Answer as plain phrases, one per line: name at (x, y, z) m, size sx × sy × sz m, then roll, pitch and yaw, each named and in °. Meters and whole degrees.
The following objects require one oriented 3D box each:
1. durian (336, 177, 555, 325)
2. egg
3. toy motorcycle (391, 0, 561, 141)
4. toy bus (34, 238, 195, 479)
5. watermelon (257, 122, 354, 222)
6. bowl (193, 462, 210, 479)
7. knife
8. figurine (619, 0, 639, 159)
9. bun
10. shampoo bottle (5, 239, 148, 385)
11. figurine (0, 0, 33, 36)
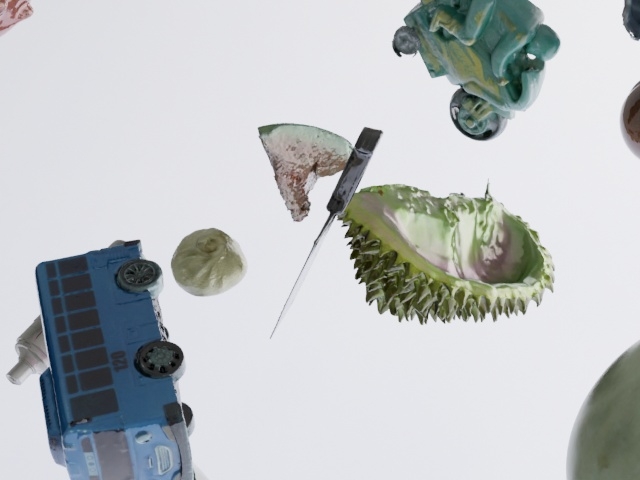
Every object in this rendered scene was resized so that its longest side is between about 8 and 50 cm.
durian at (0.162, 0.013, 1.407) m, size 0.157 × 0.355 × 0.170 m, roll -3°, pitch -88°, yaw 36°
egg at (0.310, 0.168, 1.004) m, size 0.253 × 0.186 × 0.186 m, roll -52°, pitch -148°, yaw 15°
toy motorcycle at (0.201, -0.261, 1.542) m, size 0.198 × 0.296 × 0.109 m, roll -10°, pitch -151°, yaw 41°
toy bus at (-0.153, 0.096, 0.893) m, size 0.106 × 0.090 × 0.185 m, roll -10°, pitch -136°, yaw -12°
watermelon at (-0.019, -0.088, 1.295) m, size 0.101 × 0.155 × 0.080 m, roll -16°, pitch -132°, yaw 20°
bowl at (-0.193, 0.377, 1.526) m, size 0.211 × 0.112 × 0.211 m, roll -28°, pitch -138°, yaw 29°
knife at (0.000, 0.000, 1.092) m, size 0.072 × 0.019 × 0.245 m, roll -61°, pitch 177°, yaw -49°
figurine at (0.457, -0.248, 1.414) m, size 0.248 × 0.388 × 0.277 m, roll 11°, pitch -99°, yaw 28°
bun at (-0.124, 0.019, 1.329) m, size 0.086 × 0.055 × 0.086 m, roll -2°, pitch -136°, yaw 2°
shampoo bottle at (-0.410, 0.128, 2.027) m, size 0.092 × 0.092 × 0.303 m, roll 0°, pitch -139°, yaw 48°
figurine at (-0.286, -0.258, 1.023) m, size 0.387 × 0.207 × 0.166 m, roll -38°, pitch -160°, yaw 1°
